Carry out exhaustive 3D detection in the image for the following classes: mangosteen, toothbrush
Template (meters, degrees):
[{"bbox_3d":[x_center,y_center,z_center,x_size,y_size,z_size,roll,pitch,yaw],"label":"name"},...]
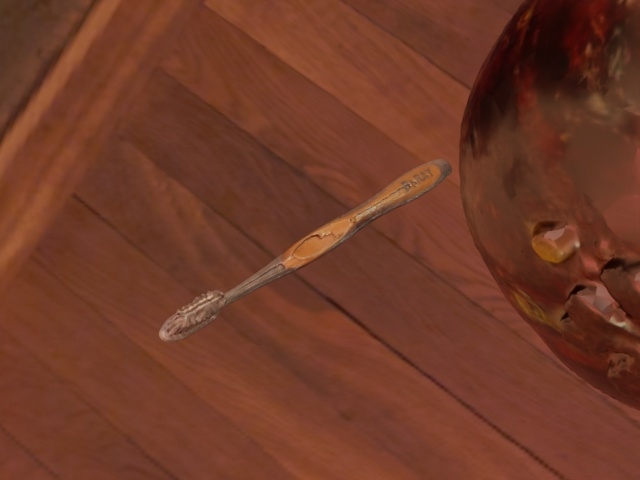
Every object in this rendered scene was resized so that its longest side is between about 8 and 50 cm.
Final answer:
[{"bbox_3d":[0.185,-0.061,0.627,0.231,0.231,0.289,13,64,21],"label":"mangosteen"},{"bbox_3d":[-0.001,0.001,1.161,0.023,0.321,0.031,56,140,4],"label":"toothbrush"}]
